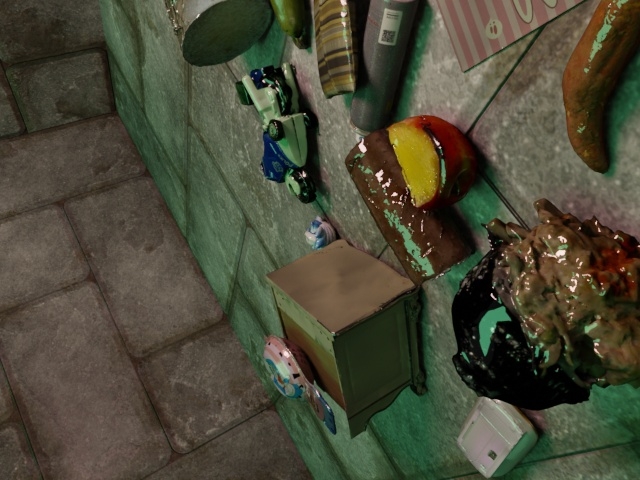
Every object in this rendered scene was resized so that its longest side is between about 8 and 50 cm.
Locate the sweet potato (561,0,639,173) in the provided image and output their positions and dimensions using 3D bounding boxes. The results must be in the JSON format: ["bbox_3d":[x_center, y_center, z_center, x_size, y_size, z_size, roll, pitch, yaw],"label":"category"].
[{"bbox_3d":[0.309,-0.188,0.562,0.078,0.058,0.255,24,140,27],"label":"sweet potato"}]

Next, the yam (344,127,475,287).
[{"bbox_3d":[0.149,-0.056,0.912,0.279,0.131,0.131,60,154,15],"label":"yam"}]

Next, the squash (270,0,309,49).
[{"bbox_3d":[-0.077,-0.535,1.007,0.071,0.080,0.318,-7,110,24],"label":"squash"}]

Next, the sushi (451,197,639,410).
[{"bbox_3d":[0.295,0.083,0.643,0.239,0.225,0.219,34,145,-7],"label":"sushi"}]

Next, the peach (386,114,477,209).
[{"bbox_3d":[0.180,-0.131,0.822,0.127,0.093,0.172,104,148,-45],"label":"peach"}]

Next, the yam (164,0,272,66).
[{"bbox_3d":[-0.266,-0.575,1.157,0.347,0.241,0.241,64,155,16],"label":"yam"}]

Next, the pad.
[{"bbox_3d":[0.235,-0.354,0.622,0.300,0.005,0.202,-12,100,64],"label":"pad"}]

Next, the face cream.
[{"bbox_3d":[0.098,-0.283,0.870,0.073,0.073,0.283,51,151,29],"label":"face cream"}]

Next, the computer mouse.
[{"bbox_3d":[0.332,0.365,0.984,0.126,0.056,0.245,47,148,34],"label":"computer mouse"}]

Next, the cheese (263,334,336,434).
[{"bbox_3d":[-0.051,0.312,1.152,0.286,0.074,0.188,39,149,43],"label":"cheese"}]

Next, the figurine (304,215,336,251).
[{"bbox_3d":[0.000,0.000,1.296,0.114,0.079,0.114,175,90,-84],"label":"figurine"}]

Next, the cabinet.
[{"bbox_3d":[0.066,0.215,1.189,0.290,0.228,0.317,32,140,50],"label":"cabinet"}]

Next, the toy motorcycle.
[{"bbox_3d":[-0.094,-0.248,1.232,0.196,0.125,0.330,25,137,54],"label":"toy motorcycle"}]

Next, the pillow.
[{"bbox_3d":[0.025,-0.360,0.904,0.208,0.052,0.211,-130,35,-74],"label":"pillow"}]
